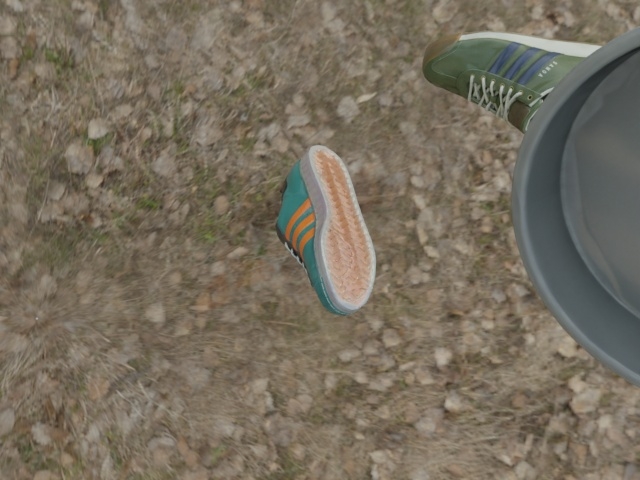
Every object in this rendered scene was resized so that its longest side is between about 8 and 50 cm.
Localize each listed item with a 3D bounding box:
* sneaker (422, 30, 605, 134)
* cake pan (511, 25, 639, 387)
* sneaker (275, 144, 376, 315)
[{"bbox_3d":[0.182,-0.138,0.774,0.192,0.064,0.086,7,58,15],"label":"sneaker"},{"bbox_3d":[0.269,-0.012,0.534,0.293,0.293,0.054,53,46,-7],"label":"cake pan"},{"bbox_3d":[0.000,0.000,1.311,0.108,0.121,0.302,19,45,-32],"label":"sneaker"}]
